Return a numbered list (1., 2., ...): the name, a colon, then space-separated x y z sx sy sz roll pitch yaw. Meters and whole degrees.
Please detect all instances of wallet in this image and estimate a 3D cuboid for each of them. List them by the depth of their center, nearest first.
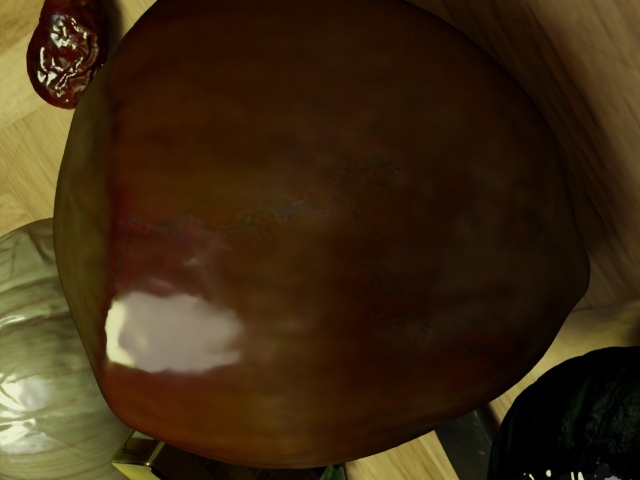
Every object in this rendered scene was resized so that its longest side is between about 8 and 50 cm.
1. wallet: 0.120 0.156 1.196 0.082 0.018 0.157 -4 120 53

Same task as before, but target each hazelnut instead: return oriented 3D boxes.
1. hazelnut: -0.009 0.000 0.939 0.366 0.366 0.366 31 143 27

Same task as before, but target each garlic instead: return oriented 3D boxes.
1. garlic: -0.253 0.131 1.348 0.259 0.317 0.317 -7 128 5

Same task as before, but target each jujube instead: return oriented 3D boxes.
1. jujube: -0.231 -0.180 1.231 0.077 0.077 0.129 39 141 17

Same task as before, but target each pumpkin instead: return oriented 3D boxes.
1. pumpkin: 0.220 0.205 0.916 0.248 0.248 0.248 31 143 27

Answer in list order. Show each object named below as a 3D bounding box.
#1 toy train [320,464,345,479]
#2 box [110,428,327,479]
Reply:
1. toy train: -0.067 0.229 1.443 0.200 0.083 0.132 26 144 34
2. box: -0.049 0.140 1.152 0.159 0.240 0.071 47 150 -23
